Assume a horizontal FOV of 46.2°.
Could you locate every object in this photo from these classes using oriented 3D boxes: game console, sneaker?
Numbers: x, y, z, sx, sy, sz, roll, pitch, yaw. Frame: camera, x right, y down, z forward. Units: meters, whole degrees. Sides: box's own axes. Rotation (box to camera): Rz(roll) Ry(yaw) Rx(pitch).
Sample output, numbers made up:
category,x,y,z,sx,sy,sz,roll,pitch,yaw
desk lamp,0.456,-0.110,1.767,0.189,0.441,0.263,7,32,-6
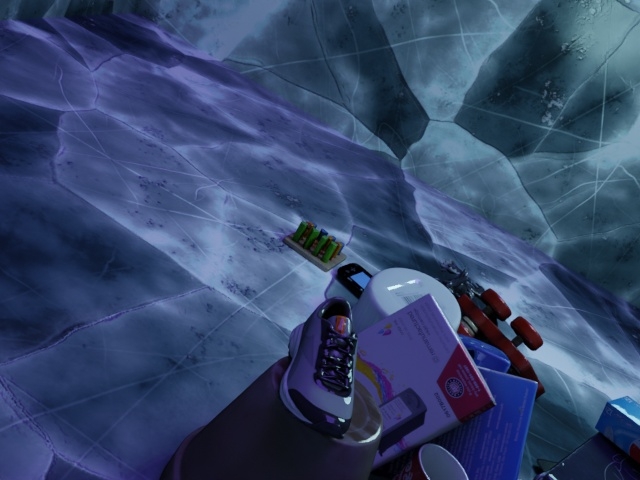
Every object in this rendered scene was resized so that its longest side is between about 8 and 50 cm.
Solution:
category,x,y,z,sx,sy,sz,roll,pitch,yaw
game console,0.185,0.184,2.087,0.361,0.043,0.213,40,24,24
sneaker,0.006,0.173,1.077,0.100,0.108,0.271,26,24,-14

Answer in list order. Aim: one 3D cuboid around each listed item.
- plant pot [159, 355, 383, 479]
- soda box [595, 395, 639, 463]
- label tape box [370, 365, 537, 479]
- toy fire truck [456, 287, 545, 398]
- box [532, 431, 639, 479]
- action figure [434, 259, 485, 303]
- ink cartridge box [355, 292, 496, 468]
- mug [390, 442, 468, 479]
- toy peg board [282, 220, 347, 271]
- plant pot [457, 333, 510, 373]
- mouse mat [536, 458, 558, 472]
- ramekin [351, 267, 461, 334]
category,x,y,z,sx,sy,sz,roll,pitch,yaw
plant pot,-0.051,0.342,1.157,0.323,0.280,0.323,25,24,-12
soda box,0.617,0.378,1.377,0.071,0.067,0.210,-3,28,-36
label tape box,0.218,0.352,1.452,0.348,0.249,0.115,13,-11,16
toy fire truck,0.497,0.293,2.105,0.302,0.169,0.254,49,-3,41
box,0.590,0.615,1.336,0.480,0.297,0.472,41,23,29
action figure,0.396,0.154,2.253,0.141,0.164,0.276,31,1,38
ink cartridge box,0.130,0.269,1.364,0.226,0.306,0.131,61,5,19
mug,0.171,0.464,1.305,0.113,0.169,0.150,12,37,-44
toy peg board,0.000,0.000,2.205,0.161,0.079,0.161,35,23,12
plant pot,0.257,0.302,1.631,0.212,0.235,0.236,28,1,10
mouse mat,0.610,0.584,1.770,0.190,0.007,0.152,18,25,-29
ramekin,0.219,0.194,1.900,0.278,0.135,0.277,12,36,-9
